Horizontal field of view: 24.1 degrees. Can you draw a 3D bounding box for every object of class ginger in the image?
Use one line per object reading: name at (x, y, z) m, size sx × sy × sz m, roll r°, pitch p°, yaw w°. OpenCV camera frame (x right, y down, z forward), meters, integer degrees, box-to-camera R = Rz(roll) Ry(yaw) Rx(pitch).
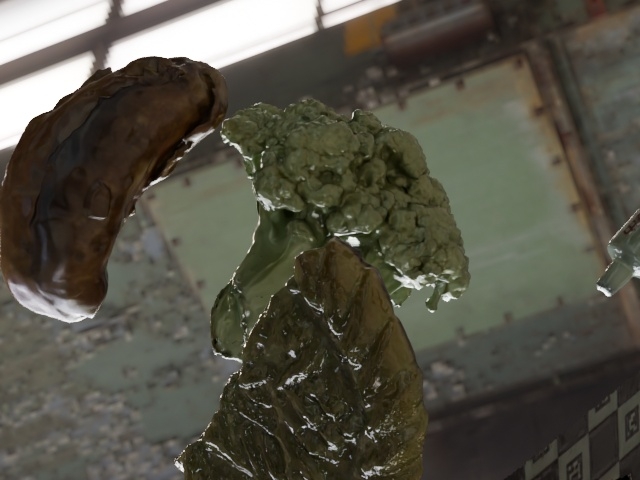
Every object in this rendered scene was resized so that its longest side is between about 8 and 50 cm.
ginger at (-0.239, -0.074, 1.579) m, size 0.172 × 0.321 × 0.165 m, roll 32°, pitch 178°, yaw -5°

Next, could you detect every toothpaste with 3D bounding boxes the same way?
toothpaste at (0.267, -0.049, 1.019) m, size 0.038 × 0.233 × 0.060 m, roll 48°, pitch 169°, yaw -24°

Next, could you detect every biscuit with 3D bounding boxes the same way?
biscuit at (-0.005, 0.145, 1.098) m, size 0.187 × 0.273 × 0.036 m, roll 45°, pitch -145°, yaw 24°

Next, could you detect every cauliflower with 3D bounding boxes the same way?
cauliflower at (0.009, -0.021, 1.629) m, size 0.281 × 0.327 × 0.260 m, roll -47°, pitch -25°, yaw -44°

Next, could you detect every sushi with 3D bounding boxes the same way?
sushi at (0.250, 0.340, 1.592) m, size 0.359 × 0.064 × 0.343 m, roll -27°, pitch -61°, yaw -45°
